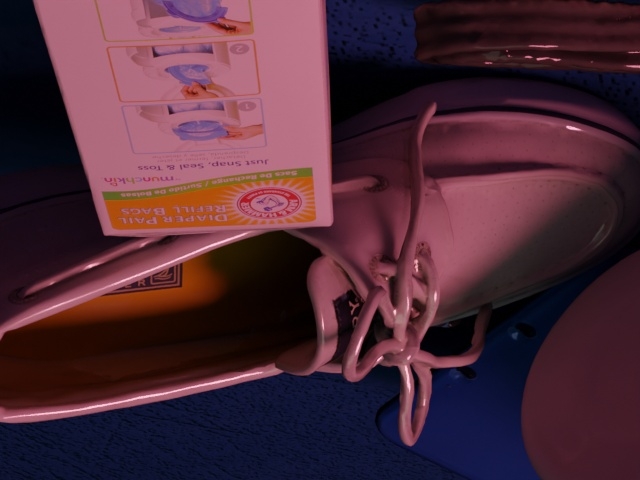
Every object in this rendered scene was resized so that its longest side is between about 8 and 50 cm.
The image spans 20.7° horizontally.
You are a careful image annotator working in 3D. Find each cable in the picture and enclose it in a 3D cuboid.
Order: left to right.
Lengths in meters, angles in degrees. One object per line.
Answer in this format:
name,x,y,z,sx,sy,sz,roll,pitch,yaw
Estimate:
cable,0.188,-0.104,0.773,0.287,0.072,0.139,5,-173,9

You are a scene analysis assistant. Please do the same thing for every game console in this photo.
game console,0.222,0.068,1.080,0.250,0.173,0.293,-35,175,-37

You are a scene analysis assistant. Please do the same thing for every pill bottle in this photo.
pill bottle,0.240,0.138,0.882,0.160,0.160,0.283,-21,129,33

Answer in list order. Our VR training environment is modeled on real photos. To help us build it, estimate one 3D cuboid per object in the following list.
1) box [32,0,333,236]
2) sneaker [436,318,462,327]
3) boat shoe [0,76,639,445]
box,-0.050,-0.097,0.702,0.103,0.114,0.203,-3,151,1
sneaker,0.000,0.000,0.961,0.191,0.071,0.083,28,148,-30
boat shoe,0.005,0.021,0.814,0.367,0.156,0.136,-7,125,-14
